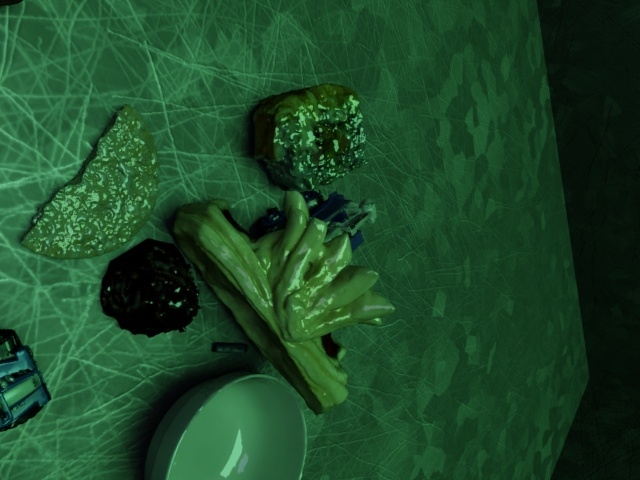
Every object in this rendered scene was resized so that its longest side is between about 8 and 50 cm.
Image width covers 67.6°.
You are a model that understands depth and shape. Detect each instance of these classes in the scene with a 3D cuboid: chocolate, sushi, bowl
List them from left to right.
[{"bbox_3d":[-0.232,0.083,0.720,0.156,0.133,0.156,-9,102,-46],"label":"chocolate"},{"bbox_3d":[-0.168,0.355,0.794,0.286,0.143,0.288,-2,92,-48],"label":"bowl"},{"bbox_3d":[-0.007,-0.201,0.919,0.274,0.139,0.185,-27,115,-35],"label":"sushi"}]

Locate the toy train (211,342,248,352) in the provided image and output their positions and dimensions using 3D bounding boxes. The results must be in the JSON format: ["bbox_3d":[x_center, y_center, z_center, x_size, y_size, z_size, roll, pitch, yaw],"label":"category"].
[{"bbox_3d":[-0.162,0.199,0.883,0.083,0.017,0.017,15,84,-46],"label":"toy train"}]

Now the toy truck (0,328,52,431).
[{"bbox_3d":[-0.423,0.199,0.533,0.208,0.126,0.113,-28,113,-40],"label":"toy truck"}]

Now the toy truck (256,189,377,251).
[{"bbox_3d":[0.000,0.000,0.920,0.213,0.176,0.161,-40,122,-37],"label":"toy truck"}]

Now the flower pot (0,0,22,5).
[{"bbox_3d":[-0.390,-0.342,0.544,0.111,0.111,0.089,15,72,-46],"label":"flower pot"}]

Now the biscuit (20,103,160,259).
[{"bbox_3d":[-0.305,-0.067,0.701,0.133,0.032,0.250,46,61,-40],"label":"biscuit"}]

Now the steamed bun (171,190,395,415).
[{"bbox_3d":[-0.039,0.078,0.763,0.189,0.247,0.428,-40,100,-19],"label":"steamed bun"}]
